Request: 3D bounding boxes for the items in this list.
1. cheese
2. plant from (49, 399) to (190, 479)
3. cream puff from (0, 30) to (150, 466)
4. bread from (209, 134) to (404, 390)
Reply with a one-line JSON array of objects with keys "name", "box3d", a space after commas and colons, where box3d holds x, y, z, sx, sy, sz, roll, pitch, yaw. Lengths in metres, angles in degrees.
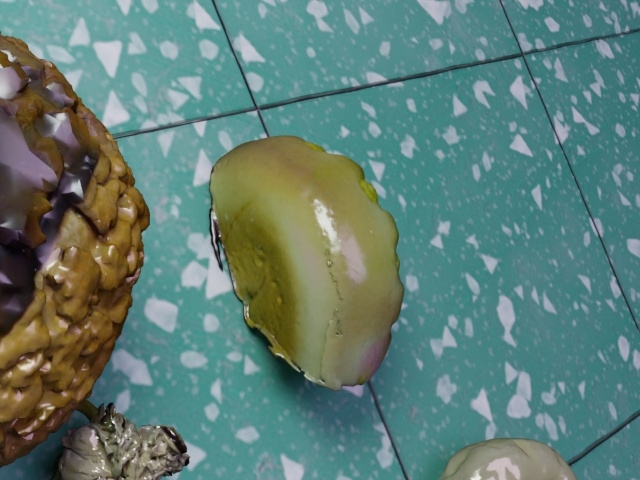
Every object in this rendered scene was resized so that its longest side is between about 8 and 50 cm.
[{"name": "cheese", "box3d": [0.217, 0.327, 1.065, 0.159, 0.093, 0.263, -22, 88, -35]}, {"name": "plant", "box3d": [-0.166, 0.154, 0.812, 0.104, 0.116, 0.122, 2, 51, -54]}, {"name": "cream puff", "box3d": [-0.274, 0.002, 0.693, 0.343, 0.231, 0.327, -24, 92, -43]}, {"name": "bread", "box3d": [0.008, 0.009, 0.980, 0.158, 0.156, 0.261, -10, 80, -41]}]
